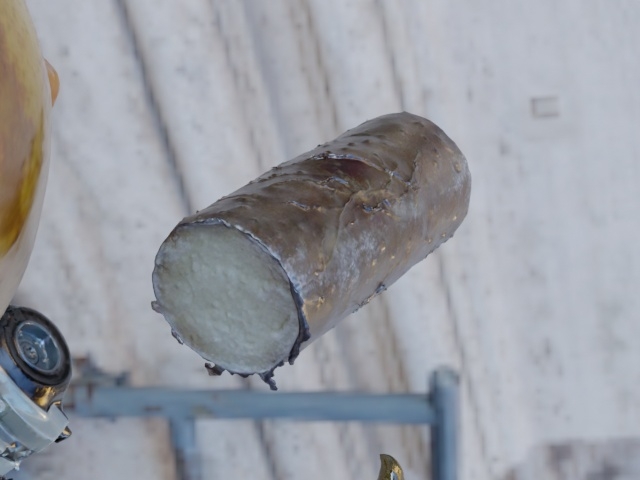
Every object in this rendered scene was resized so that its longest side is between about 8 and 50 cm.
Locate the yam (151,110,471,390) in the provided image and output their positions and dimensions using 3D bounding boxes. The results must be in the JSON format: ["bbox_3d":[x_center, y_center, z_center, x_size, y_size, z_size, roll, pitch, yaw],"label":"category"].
[{"bbox_3d":[-0.001,-0.001,1.285,0.279,0.131,0.131,-33,119,-55],"label":"yam"}]

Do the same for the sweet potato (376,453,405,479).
[{"bbox_3d":[0.068,0.306,1.561,0.059,0.069,0.250,63,30,-70],"label":"sweet potato"}]

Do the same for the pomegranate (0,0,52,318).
[{"bbox_3d":[-0.351,-0.049,1.006,0.416,0.416,0.417,-3,90,-73],"label":"pomegranate"}]

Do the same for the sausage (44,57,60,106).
[{"bbox_3d":[-0.330,-0.060,1.547,0.274,0.105,0.105,-52,152,-8],"label":"sausage"}]

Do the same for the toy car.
[{"bbox_3d":[-0.322,0.063,1.296,0.301,0.193,0.118,51,28,-13],"label":"toy car"}]
